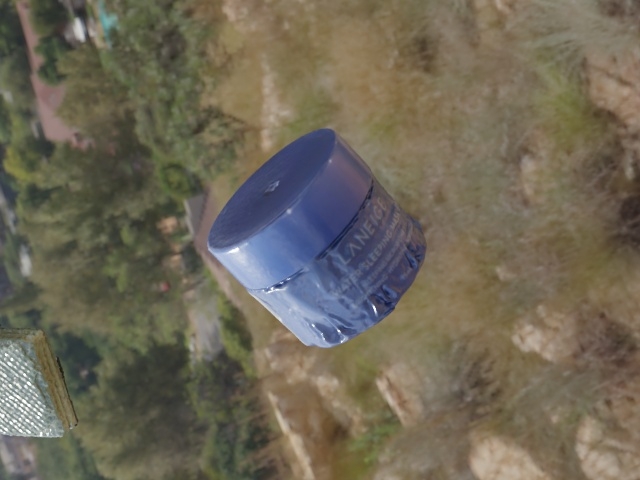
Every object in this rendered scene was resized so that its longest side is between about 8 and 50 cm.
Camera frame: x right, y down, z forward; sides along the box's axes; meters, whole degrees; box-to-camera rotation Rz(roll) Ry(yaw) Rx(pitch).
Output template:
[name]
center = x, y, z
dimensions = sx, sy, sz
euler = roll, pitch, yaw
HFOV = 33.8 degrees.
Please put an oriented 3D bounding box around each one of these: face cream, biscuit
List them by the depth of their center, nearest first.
[biscuit]
center = -0.352, 0.144, 1.079
dimensions = 0.199, 0.040, 0.121
euler = -1, 115, 23
[face cream]
center = 0.000, 0.000, 1.514
dimensions = 0.225, 0.249, 0.249
euler = 45, 165, -22
